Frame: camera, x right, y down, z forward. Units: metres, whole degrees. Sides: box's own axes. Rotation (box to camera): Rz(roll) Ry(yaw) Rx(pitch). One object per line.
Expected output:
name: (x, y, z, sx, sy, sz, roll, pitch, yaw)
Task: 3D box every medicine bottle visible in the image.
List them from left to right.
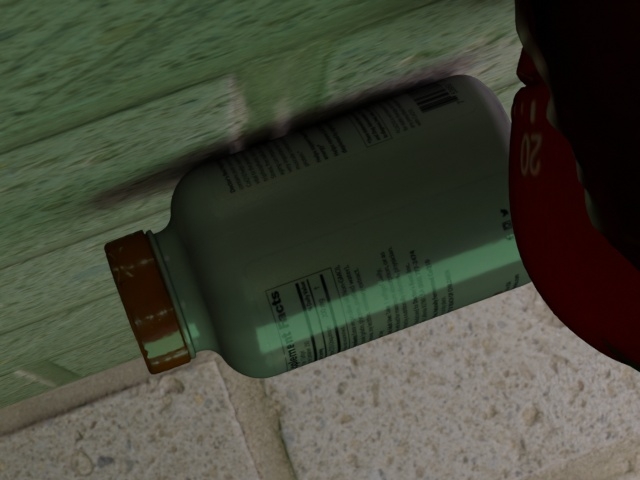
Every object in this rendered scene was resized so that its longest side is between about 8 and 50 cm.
medicine bottle: (0.000, 0.000, 1.326, 0.288, 0.157, 0.157, -20, 174, -6)

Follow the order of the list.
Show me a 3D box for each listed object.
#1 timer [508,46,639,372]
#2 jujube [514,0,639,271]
timer: (0.288, -0.053, 1.003, 0.378, 0.279, 0.378, 6, 179, 0)
jujube: (0.249, -0.088, 0.687, 0.376, 0.258, 0.258, 7, -175, 22)
